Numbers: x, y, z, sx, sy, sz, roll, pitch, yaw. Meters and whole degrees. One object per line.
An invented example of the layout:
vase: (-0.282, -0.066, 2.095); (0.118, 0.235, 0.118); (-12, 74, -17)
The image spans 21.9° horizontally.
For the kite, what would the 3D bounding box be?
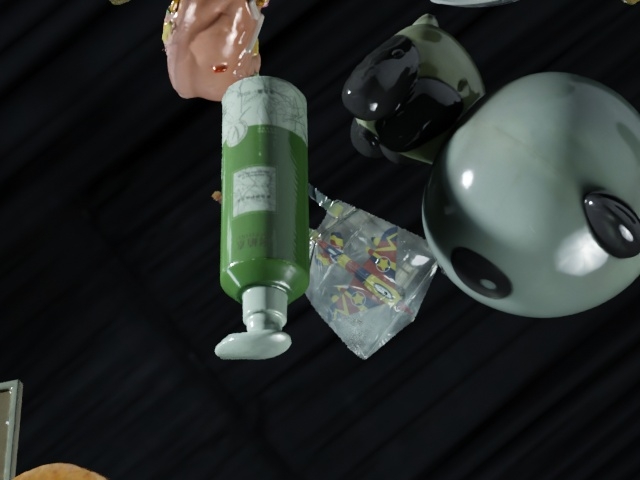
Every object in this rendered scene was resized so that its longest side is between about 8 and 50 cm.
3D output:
kite: (0.000, 0.000, 1.642); (0.245, 0.141, 0.015); (39, -164, 12)

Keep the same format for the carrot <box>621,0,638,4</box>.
carrot: (0.248, -0.281, 1.530); (0.254, 0.049, 0.049); (27, -162, -52)

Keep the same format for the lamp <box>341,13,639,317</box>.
lamp: (0.132, -0.051, 1.190); (0.244, 0.198, 0.198); (35, 173, 9)

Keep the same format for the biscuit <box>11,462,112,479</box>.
biscuit: (-0.348, 0.416, 1.751); (0.078, 0.455, 0.350); (71, 173, -53)

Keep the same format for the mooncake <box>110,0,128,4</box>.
mooncake: (-0.242, -0.261, 1.345); (0.347, 0.057, 0.150); (34, -159, -49)

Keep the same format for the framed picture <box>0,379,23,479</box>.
framed picture: (-0.443, 0.288, 1.943); (0.016, 0.184, 0.250); (64, -162, -51)

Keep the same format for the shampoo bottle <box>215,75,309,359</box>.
shampoo bottle: (-0.040, -0.014, 1.119); (0.065, 0.065, 0.204); (57, -154, -52)

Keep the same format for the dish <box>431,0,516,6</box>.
dish: (0.186, -0.342, 1.845); (0.324, 0.324, 0.124); (44, 157, 59)

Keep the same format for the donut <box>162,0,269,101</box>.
donut: (-0.073, -0.241, 1.548); (0.085, 0.233, 0.199); (20, 175, 8)
